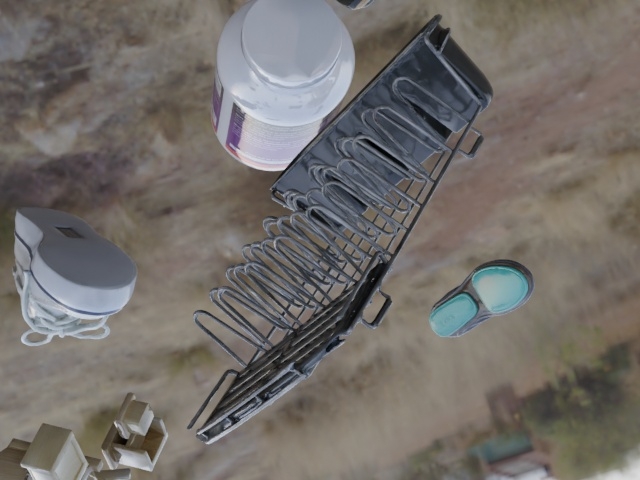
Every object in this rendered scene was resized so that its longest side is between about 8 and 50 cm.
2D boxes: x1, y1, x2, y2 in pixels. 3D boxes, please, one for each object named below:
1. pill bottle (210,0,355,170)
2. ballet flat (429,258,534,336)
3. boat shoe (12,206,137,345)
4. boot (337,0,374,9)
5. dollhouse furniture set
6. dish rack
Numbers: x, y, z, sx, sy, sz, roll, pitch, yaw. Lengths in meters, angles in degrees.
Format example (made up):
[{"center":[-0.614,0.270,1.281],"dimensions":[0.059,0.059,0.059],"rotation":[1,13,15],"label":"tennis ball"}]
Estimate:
[{"center":[-0.054,-0.218,1.568],"dimensions":[0.181,0.181,0.323],"rotation":[-16,171,-11],"label":"pill bottle"},{"center":[0.217,0.066,1.486],"dimensions":[0.074,0.074,0.203],"rotation":[-12,164,-35],"label":"ballet flat"},{"center":[-0.346,0.070,1.527],"dimensions":[0.136,0.156,0.367],"rotation":[6,-168,-30],"label":"boat shoe"},{"center":[0.067,-0.313,1.336],"dimensions":[0.077,0.198,0.137],"rotation":[-35,134,28],"label":"boot"},{"center":[-0.231,0.181,1.060],"dimensions":[0.101,0.161,0.182],"rotation":[10,140,16],"label":"dollhouse furniture set"},{"center":[0.000,0.000,0.727],"dimensions":[0.208,0.074,0.271],"rotation":[-43,-169,49],"label":"dish rack"}]
